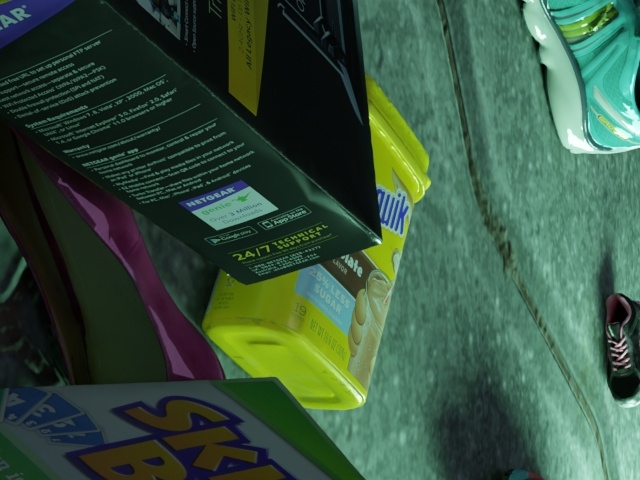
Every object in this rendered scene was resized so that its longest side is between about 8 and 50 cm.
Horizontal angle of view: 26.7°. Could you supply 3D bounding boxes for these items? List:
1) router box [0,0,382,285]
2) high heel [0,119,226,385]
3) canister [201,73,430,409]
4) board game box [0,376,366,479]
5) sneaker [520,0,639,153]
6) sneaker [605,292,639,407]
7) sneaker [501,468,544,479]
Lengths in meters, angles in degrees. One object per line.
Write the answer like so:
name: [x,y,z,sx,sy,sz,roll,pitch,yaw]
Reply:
router box: [-0.071,-0.166,0.610,0.243,0.081,0.309,39,40,-52]
high heel: [-0.106,0.032,0.597,0.117,0.082,0.244,-5,92,-59]
canister: [0.000,0.000,0.793,0.126,0.073,0.170,48,49,-47]
board game box: [-0.079,0.101,0.511,0.259,0.124,0.039,4,117,-37]
sneaker: [0.251,-0.204,1.207,0.107,0.110,0.275,-58,134,-45]
sneaker: [0.297,0.105,1.327,0.057,0.047,0.119,39,47,-44]
sneaker: [0.226,0.252,1.102,0.262,0.125,0.104,37,56,-53]
